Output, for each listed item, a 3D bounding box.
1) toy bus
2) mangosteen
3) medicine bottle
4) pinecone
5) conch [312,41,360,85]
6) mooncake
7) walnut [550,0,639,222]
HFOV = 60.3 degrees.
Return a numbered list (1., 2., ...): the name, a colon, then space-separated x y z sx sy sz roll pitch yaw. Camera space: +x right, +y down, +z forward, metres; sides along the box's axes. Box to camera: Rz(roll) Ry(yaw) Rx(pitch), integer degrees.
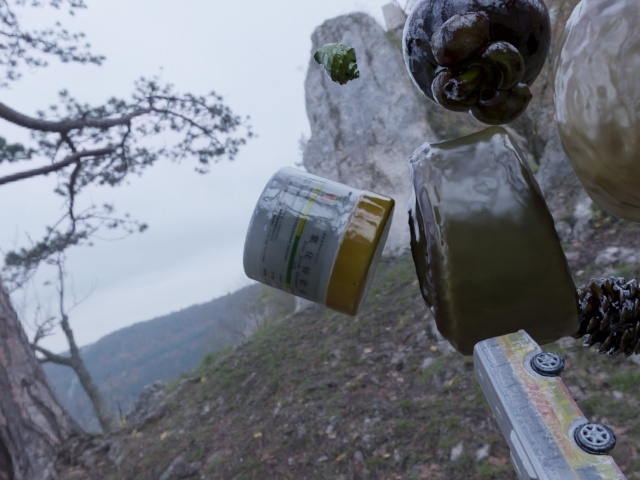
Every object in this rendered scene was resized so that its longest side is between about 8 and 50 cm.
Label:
1. toy bus: 0.277 0.227 0.688 0.106 0.092 0.268 -13 31 1
2. mangosteen: 0.325 -0.395 1.159 0.307 0.346 0.306 6 -42 5
3. medicine bottle: 0.000 0.000 1.056 0.232 0.237 0.238 18 -1 9
4. pinecone: 0.648 0.167 1.240 0.205 0.179 0.184 10 4 30
5. conch: 0.043 -0.413 1.274 0.089 0.121 0.074 -58 -7 12
6. mooncake: 0.292 -0.004 1.021 0.246 0.393 0.394 -14 5 12
7. walnut: 0.479 -0.187 0.712 0.382 0.381 0.381 -13 -6 -1
